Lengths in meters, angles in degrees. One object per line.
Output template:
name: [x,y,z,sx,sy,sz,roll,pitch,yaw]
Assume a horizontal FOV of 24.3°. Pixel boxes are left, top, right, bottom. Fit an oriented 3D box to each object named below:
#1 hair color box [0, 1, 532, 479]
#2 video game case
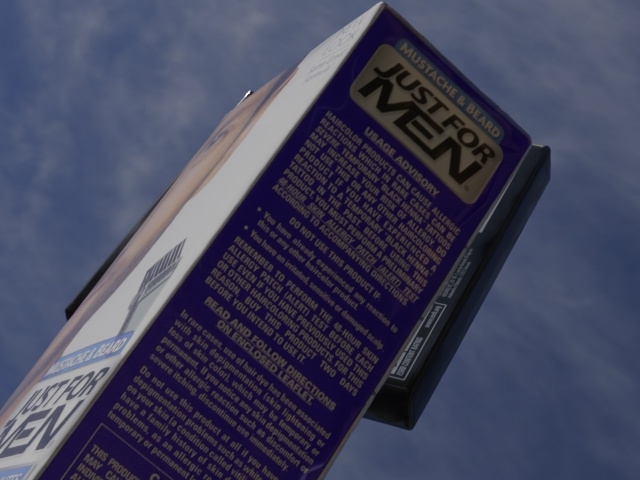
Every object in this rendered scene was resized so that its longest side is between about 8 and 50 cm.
hair color box: [-0.061,0.065,0.681,0.110,0.339,0.185,42,-28,-12]
video game case: [0.000,0.000,1.034,0.248,0.275,0.035,13,-47,22]
